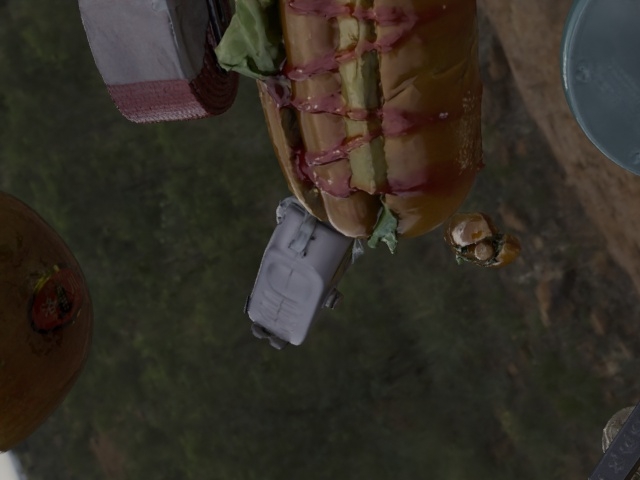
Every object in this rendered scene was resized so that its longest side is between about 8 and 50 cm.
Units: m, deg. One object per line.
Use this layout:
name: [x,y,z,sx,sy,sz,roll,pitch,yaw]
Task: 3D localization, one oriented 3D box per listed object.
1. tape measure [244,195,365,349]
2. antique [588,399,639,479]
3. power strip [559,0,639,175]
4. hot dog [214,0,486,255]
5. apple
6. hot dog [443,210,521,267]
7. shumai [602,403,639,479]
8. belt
tape measure: [0.000,0.000,1.376,0.120,0.197,0.236,30,142,8]
antique: [0.302,0.144,0.974,0.031,0.192,0.015,36,-176,41]
power strip: [0.298,-0.128,0.914,0.253,0.167,0.054,46,-155,-16]
hot dog: [0.006,-0.112,0.414,0.104,0.076,0.250,12,126,28]
apple: [-0.500,0.109,1.430,0.400,0.333,0.400,18,138,16]
hot dog: [0.231,0.003,1.645,0.100,0.068,0.249,40,178,-2]
shumai: [0.467,0.319,1.450,0.209,0.161,0.153,48,-156,-4]
belt: [-0.148,-0.215,1.091,0.124,0.128,0.201,-2,119,23]
